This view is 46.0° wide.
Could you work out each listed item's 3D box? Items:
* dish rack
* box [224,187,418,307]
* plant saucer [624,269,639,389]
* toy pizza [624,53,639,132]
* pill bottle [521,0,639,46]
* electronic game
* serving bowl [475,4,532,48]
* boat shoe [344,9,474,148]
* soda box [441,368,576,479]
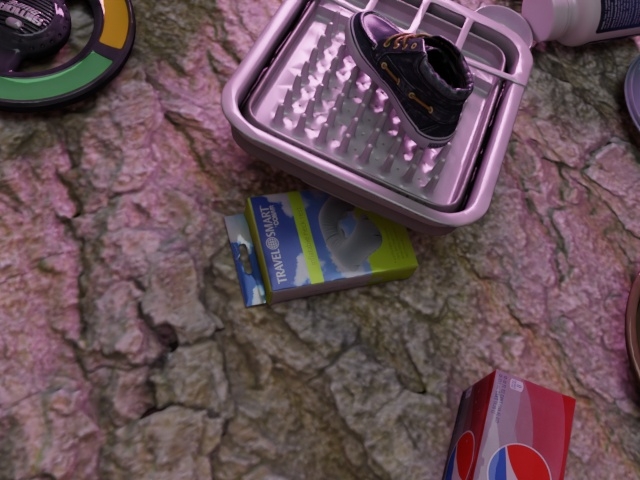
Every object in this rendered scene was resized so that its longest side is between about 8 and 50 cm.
[{"bbox_3d":[0.067,-0.159,0.822,0.285,0.072,0.333,25,52,0],"label":"dish rack"},{"bbox_3d":[0.000,0.000,0.778,0.178,0.042,0.109,-9,68,-16],"label":"box"},{"bbox_3d":[0.451,0.125,0.815,0.278,0.041,0.278,5,65,-10],"label":"plant saucer"},{"bbox_3d":[0.472,-0.161,0.954,0.201,0.032,0.201,5,65,-11],"label":"toy pizza"},{"bbox_3d":[0.346,-0.298,0.955,0.169,0.094,0.094,-13,69,-17],"label":"pill bottle"},{"bbox_3d":[-0.318,-0.237,0.817,0.229,0.048,0.229,5,65,-10],"label":"electronic game"},{"bbox_3d":[0.221,-0.254,0.946,0.083,0.027,0.083,5,65,-10],"label":"serving bowl"},{"bbox_3d":[0.090,-0.185,0.752,0.065,0.083,0.183,-18,63,-26],"label":"boat shoe"},{"bbox_3d":[0.150,0.255,0.664,0.083,0.092,0.263,21,63,-3],"label":"soda box"}]
